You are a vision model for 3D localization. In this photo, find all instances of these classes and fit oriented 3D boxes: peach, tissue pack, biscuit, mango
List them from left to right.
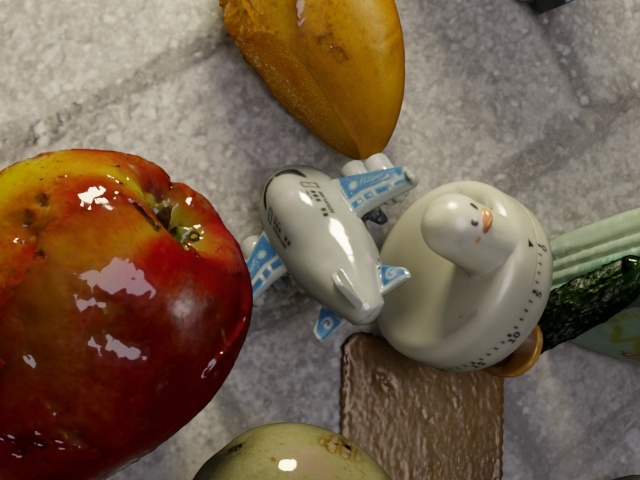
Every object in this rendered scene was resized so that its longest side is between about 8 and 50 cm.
[{"bbox_3d":[-0.291,0.096,1.556,0.416,0.353,0.339,-39,92,18],"label":"peach"},{"bbox_3d":[-0.002,-0.258,1.778,0.199,0.201,0.350,-29,103,4],"label":"mango"},{"bbox_3d":[0.129,0.239,1.843,0.232,0.013,0.237,7,78,-23],"label":"biscuit"},{"bbox_3d":[0.490,0.059,1.824,0.287,0.388,0.162,17,73,-20],"label":"tissue pack"}]

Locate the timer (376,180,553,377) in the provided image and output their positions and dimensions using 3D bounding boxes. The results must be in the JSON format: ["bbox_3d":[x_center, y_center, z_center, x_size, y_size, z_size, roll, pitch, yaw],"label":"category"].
[{"bbox_3d":[0.156,0.036,1.757,0.240,0.233,0.233,27,71,-39],"label":"timer"}]

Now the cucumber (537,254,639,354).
[{"bbox_3d":[0.308,0.083,1.791,0.067,0.293,0.067,16,60,-28],"label":"cucumber"}]

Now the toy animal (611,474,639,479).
[{"bbox_3d":[0.422,0.360,1.821,0.125,0.251,0.127,-18,89,-22],"label":"toy animal"}]

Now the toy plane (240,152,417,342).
[{"bbox_3d":[0.002,0.003,1.716,0.122,0.267,0.267,50,62,-45],"label":"toy plane"}]

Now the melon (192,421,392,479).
[{"bbox_3d":[-0.012,0.360,1.625,0.268,0.268,0.330,-39,105,-24],"label":"melon"}]

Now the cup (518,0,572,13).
[{"bbox_3d":[0.302,-0.348,1.989,0.100,0.078,0.077,-21,95,9],"label":"cup"}]
